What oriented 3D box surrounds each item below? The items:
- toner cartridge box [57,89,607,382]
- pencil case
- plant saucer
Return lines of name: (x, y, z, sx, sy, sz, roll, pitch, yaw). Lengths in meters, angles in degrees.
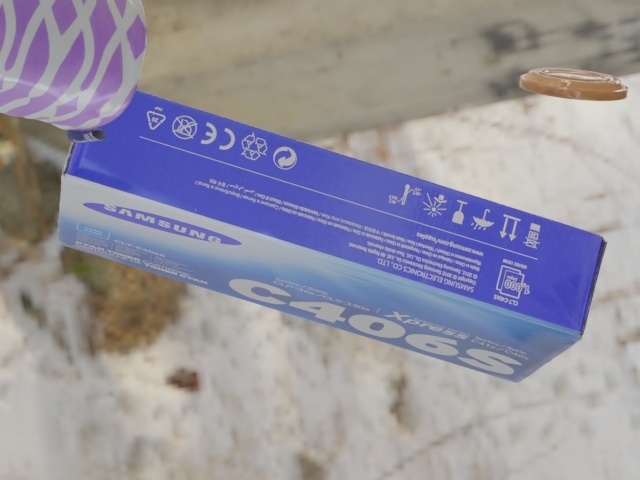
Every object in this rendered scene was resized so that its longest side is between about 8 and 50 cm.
toner cartridge box: (0.000, 0.000, 1.242, 0.165, 0.348, 0.075, 119, -12, -72)
pencil case: (-0.170, -0.106, 0.849, 0.206, 0.088, 0.086, 15, 87, -54)
plant saucer: (0.194, -0.120, 1.407, 0.083, 0.083, 0.013, -50, 147, -72)
